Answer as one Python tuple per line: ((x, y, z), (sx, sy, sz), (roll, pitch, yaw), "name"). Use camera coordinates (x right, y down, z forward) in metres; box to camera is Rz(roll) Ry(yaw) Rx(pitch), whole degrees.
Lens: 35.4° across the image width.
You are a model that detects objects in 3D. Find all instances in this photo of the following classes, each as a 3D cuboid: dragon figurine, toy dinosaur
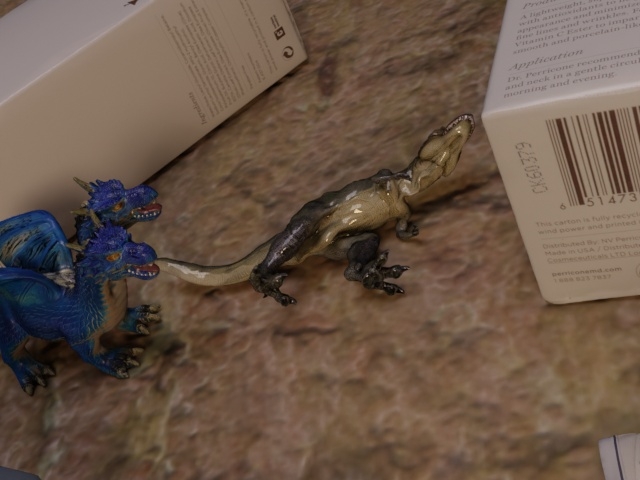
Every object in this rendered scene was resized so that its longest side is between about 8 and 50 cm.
((-0.216, 0.034, 0.735), (0.289, 0.144, 0.085), (-7, 39, 26), "dragon figurine")
((0.000, 0.000, 0.718), (0.268, 0.064, 0.118), (-23, 28, 9), "toy dinosaur")

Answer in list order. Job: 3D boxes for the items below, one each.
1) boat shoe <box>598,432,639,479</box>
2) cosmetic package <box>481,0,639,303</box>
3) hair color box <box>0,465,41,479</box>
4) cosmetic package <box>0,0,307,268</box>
((0.156, 0.129, 0.469), (0.035, 0.035, 0.100), (-19, 29, 16), "boat shoe")
((0.198, -0.082, 0.608), (0.151, 0.151, 0.183), (-6, 40, 26), "cosmetic package")
((-0.139, 0.250, 0.378), (0.374, 0.114, 0.185), (33, 93, 52), "hair color box")
((-0.219, -0.151, 0.969), (0.365, 0.155, 0.197), (-40, 39, -20), "cosmetic package")
